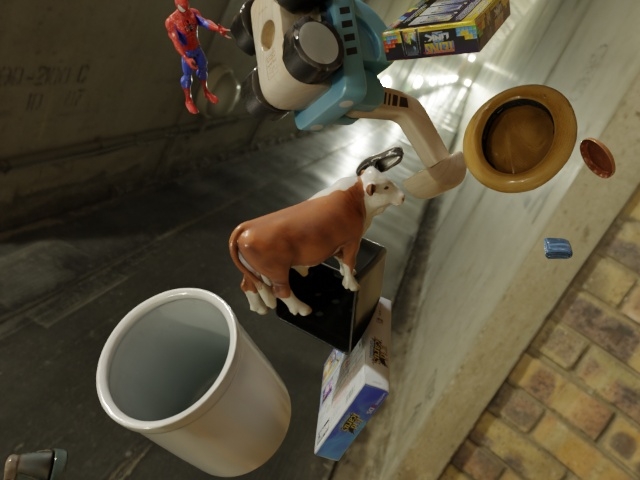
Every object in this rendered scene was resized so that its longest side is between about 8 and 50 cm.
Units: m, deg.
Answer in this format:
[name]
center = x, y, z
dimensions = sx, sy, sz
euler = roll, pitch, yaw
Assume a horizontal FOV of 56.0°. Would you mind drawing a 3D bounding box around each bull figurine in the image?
[bull figurine]
center = 0.000, 0.000, 0.965
dimensions = 0.310, 0.189, 0.101
euler = -19, 23, -24

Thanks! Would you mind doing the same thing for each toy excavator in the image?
[toy excavator]
center = 0.085, -0.306, 1.198
dimensions = 0.444, 0.222, 0.434
euler = -1, 76, -32

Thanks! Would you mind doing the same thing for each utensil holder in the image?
[utensil holder]
center = -0.271, 0.345, 1.409
dimensions = 0.327, 0.327, 0.386
euler = 44, -12, 38

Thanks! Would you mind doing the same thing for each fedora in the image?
[fedora]
center = 0.330, -0.158, 0.986
dimensions = 0.194, 0.194, 0.079
euler = 44, 7, 37

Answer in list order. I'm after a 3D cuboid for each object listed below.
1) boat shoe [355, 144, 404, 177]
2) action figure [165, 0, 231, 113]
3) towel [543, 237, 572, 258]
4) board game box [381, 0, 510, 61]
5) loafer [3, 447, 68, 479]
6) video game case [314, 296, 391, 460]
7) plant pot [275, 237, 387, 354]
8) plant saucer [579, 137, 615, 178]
[boat shoe]
center = 0.134, -0.173, 1.373
dimensions = 0.046, 0.125, 0.038
euler = 50, 28, -32
[action figure]
center = -0.259, -0.389, 1.307
dimensions = 0.091, 0.280, 0.139
euler = -35, 58, -22
[towel]
center = 0.614, 0.019, 1.556
dimensions = 0.067, 0.029, 0.119
euler = 0, 14, 19
[board game box]
center = 0.189, -0.321, 0.891
dimensions = 0.141, 0.048, 0.170
euler = 6, 37, 31
[loafer]
center = -0.469, 0.386, 0.910
dimensions = 0.084, 0.267, 0.096
euler = 22, 36, -32
[video game case]
center = 0.071, 0.290, 1.280
dimensions = 0.061, 0.270, 0.244
euler = 19, 39, -10
[plant pot]
center = 0.034, 0.078, 1.200
dimensions = 0.188, 0.188, 0.167
euler = 24, 39, 29
[plant saucer]
center = 0.507, -0.152, 1.097
dimensions = 0.084, 0.013, 0.083
euler = 59, -3, 5
